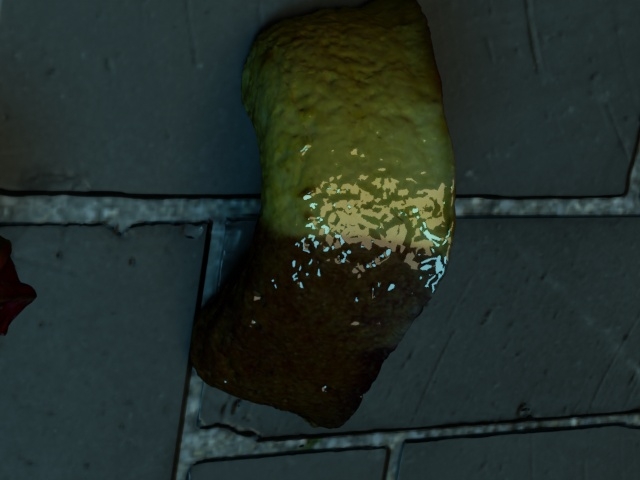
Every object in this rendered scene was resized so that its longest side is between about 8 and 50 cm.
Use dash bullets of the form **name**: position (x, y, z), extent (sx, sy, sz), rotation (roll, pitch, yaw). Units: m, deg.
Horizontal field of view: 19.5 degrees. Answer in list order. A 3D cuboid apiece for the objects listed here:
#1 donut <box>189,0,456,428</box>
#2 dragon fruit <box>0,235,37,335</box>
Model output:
- **donut**: position (0.000, 0.000, 1.135), extent (0.112, 0.151, 0.295), rotation (3, 108, -21)
- **dragon fruit**: position (-0.318, 0.052, 0.909), extent (0.205, 0.152, 0.317), rotation (41, 76, 7)
